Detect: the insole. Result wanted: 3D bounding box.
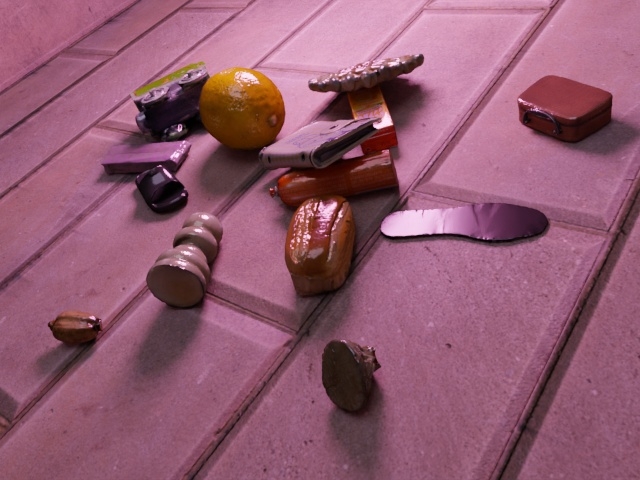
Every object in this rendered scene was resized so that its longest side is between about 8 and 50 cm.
[{"bbox_3d":[0.295,-0.037,1.247,0.348,0.009,0.119,-2,43,22],"label":"insole"}]

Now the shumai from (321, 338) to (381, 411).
[{"bbox_3d":[0.061,0.227,1.019,0.087,0.124,0.098,-5,-1,-45],"label":"shumai"}]

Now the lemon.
[{"bbox_3d":[-0.222,-0.370,1.665,0.263,0.236,0.236,-3,43,35],"label":"lemon"}]

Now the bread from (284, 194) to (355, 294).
[{"bbox_3d":[0.000,0.000,1.262,0.139,0.106,0.236,-5,44,16],"label":"bread"}]

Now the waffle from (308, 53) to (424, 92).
[{"bbox_3d":[0.121,-0.473,1.681,0.291,0.056,0.309,-27,24,-28],"label":"waffle"}]

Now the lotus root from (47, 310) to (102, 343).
[{"bbox_3d":[-0.553,0.195,1.325,0.151,0.063,0.072,2,73,16],"label":"lotus root"}]

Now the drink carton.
[{"bbox_3d":[0.137,-0.326,1.580,0.096,0.071,0.223,-15,41,6],"label":"drink carton"}]

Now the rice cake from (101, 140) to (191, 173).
[{"bbox_3d":[-0.540,-0.253,1.813,0.297,0.050,0.106,1,45,24],"label":"rice cake"}]

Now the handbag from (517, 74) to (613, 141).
[{"bbox_3d":[0.560,-0.309,1.377,0.151,0.072,0.193,-33,43,-12],"label":"handbag"}]

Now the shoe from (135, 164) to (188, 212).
[{"bbox_3d":[-0.464,-0.163,1.652,0.108,0.093,0.241,-35,41,-17],"label":"shoe"}]

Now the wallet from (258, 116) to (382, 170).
[{"bbox_3d":[-0.004,-0.238,1.459,0.223,0.077,0.309,-28,19,-23],"label":"wallet"}]

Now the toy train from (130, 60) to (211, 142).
[{"bbox_3d":[-0.455,-0.450,1.908,0.307,0.174,0.249,-29,32,-7],"label":"toy train"}]

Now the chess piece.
[{"bbox_3d":[-0.295,0.028,1.361,0.133,0.133,0.243,-7,36,17],"label":"chess piece"}]

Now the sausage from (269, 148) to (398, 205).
[{"bbox_3d":[0.026,-0.142,1.416,0.311,0.093,0.093,-11,42,14],"label":"sausage"}]
